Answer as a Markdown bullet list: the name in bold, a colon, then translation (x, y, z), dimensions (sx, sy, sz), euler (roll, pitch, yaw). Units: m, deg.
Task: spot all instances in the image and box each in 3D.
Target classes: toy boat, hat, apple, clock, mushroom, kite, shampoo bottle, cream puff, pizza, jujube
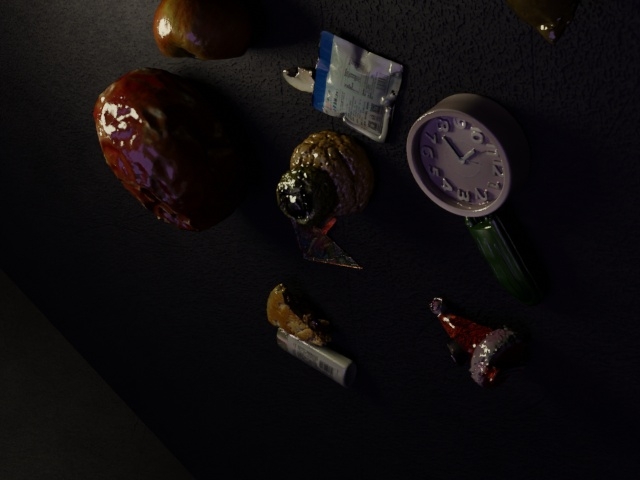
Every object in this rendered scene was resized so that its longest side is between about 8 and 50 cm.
- **toy boat**: translation (0.323, 0.031, 1.275), dimensions (0.210, 0.052, 0.104), euler (57, 160, -10)
- **hat**: translation (0.286, 0.190, 1.408), dimensions (0.227, 0.140, 0.128), euler (40, 135, 36)
- **apple**: translation (-0.227, -0.409, 1.382), dimensions (0.195, 0.173, 0.160), euler (11, 131, 37)
- **clock**: translation (0.241, -0.139, 1.201), dimensions (0.197, 0.068, 0.196), euler (28, 138, 28)
- **mushroom**: translation (-0.027, -0.306, 1.386), dimensions (0.101, 0.019, 0.049), euler (24, 139, 27)
- **kite**: translation (0.000, 0.000, 1.636), dimensions (0.232, 0.009, 0.189), euler (44, 143, 8)
- **shampoo bottle**: translation (-0.012, 0.292, 1.866), dimensions (0.227, 0.056, 0.086), euler (26, 139, 31)
- **cream puff**: translation (-0.006, -0.105, 1.413), dimensions (0.183, 0.169, 0.183), euler (29, 138, 30)
- **pizza**: translation (-0.046, 0.188, 1.805), dimensions (0.194, 0.069, 0.154), euler (34, 142, 12)
- **jujube**: translation (-0.335, -0.201, 1.627), dimensions (0.377, 0.276, 0.276), euler (49, 146, -18)

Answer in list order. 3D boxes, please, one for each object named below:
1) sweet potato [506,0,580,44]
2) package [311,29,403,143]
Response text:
- **sweet potato**: translation (0.254, -0.450, 0.869), dimensions (0.130, 0.130, 0.422), euler (11, 123, 42)
- **package**: translation (0.061, -0.274, 1.310), dimensions (0.173, 0.027, 0.171), euler (31, 142, 19)
